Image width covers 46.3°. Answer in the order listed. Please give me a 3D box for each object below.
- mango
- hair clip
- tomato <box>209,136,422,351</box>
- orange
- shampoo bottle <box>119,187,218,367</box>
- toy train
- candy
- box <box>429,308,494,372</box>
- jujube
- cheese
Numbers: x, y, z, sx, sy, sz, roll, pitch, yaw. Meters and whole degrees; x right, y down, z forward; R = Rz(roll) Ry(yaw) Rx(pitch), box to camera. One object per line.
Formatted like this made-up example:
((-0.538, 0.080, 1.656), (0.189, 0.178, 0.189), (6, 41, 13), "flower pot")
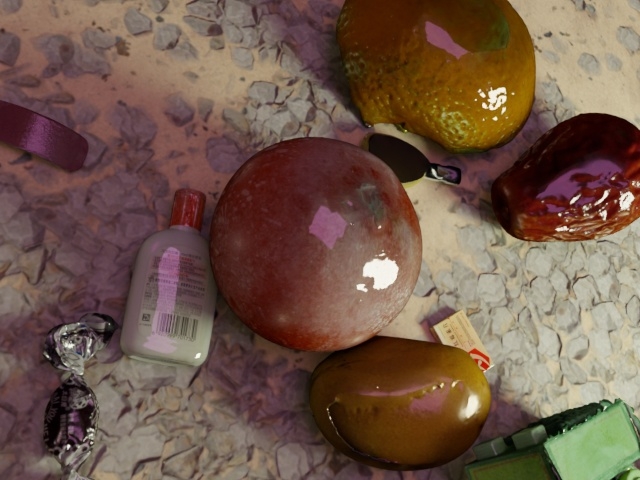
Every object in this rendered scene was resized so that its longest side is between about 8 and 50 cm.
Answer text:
((0.099, 0.202, 0.939), (0.236, 0.136, 0.166), (11, 73, -12), "mango")
((-0.359, -0.132, 0.933), (0.137, 0.022, 0.054), (23, 69, -13), "hair clip")
((0.000, 0.000, 0.913), (0.270, 0.227, 0.270), (13, 64, -28), "tomato")
((0.189, -0.289, 1.132), (0.334, 0.196, 0.263), (27, 51, -4), "orange")
((-0.178, 0.042, 0.929), (0.108, 0.051, 0.221), (13, 68, -17), "shampoo bottle")
((0.317, 0.317, 0.953), (0.271, 0.159, 0.188), (-8, 72, -44), "toy train")
((-0.271, 0.193, 0.842), (0.094, 0.051, 0.226), (7, 70, -22), "candy")
((0.201, 0.151, 1.061), (0.058, 0.015, 0.093), (-27, 83, -25), "box")
((0.384, -0.087, 1.140), (0.255, 0.190, 0.190), (-22, 81, -9), "jujube")
((0.139, -0.110, 1.114), (0.162, 0.036, 0.086), (8, 67, -19), "cheese")
